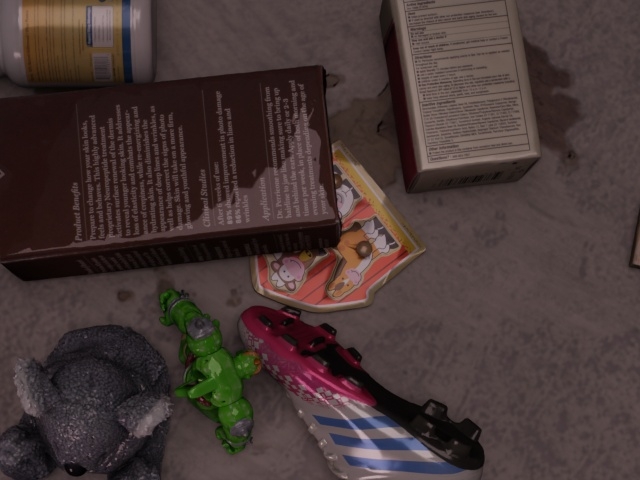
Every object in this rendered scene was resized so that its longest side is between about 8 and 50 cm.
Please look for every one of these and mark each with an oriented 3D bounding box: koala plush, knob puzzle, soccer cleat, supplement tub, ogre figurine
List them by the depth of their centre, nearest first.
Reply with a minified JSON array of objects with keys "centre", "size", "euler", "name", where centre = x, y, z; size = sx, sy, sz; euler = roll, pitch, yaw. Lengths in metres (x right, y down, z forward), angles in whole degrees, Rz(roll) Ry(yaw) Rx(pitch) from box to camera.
[{"centre":[-0.249,0.180,1.568],"size":[0.196,0.221,0.203],"euler":[16,79,0],"name":"koala plush"},{"centre":[-0.120,0.152,1.614],"size":[0.096,0.118,0.197],"euler":[-5,93,-18],"name":"ogre figurine"},{"centre":[0.025,0.205,1.637],"size":[0.331,0.116,0.143],"euler":[33,110,13],"name":"soccer cleat"},{"centre":[-0.293,-0.249,1.679],"size":[0.199,0.144,0.144],"euler":[0,80,-4],"name":"supplement tub"},{"centre":[0.000,0.000,1.711],"size":[0.213,0.030,0.213],"euler":[1,81,-3],"name":"knob puzzle"}]

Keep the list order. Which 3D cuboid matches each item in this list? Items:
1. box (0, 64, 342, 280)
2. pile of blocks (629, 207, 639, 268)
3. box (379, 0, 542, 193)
[{"centre":[-0.173,-0.073,1.646],"size":[0.381,0.143,0.191],"euler":[-5,78,-2],"name":"box"},{"centre":[0.503,-0.105,1.718],"size":[0.149,0.112,0.362],"euler":[38,80,3],"name":"pile of blocks"},{"centre":[0.161,-0.185,1.704],"size":[0.148,0.127,0.232],"euler":[-7,80,-4],"name":"box"}]
